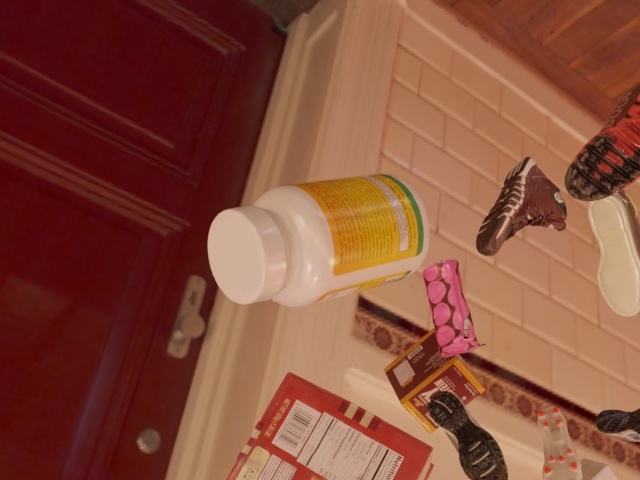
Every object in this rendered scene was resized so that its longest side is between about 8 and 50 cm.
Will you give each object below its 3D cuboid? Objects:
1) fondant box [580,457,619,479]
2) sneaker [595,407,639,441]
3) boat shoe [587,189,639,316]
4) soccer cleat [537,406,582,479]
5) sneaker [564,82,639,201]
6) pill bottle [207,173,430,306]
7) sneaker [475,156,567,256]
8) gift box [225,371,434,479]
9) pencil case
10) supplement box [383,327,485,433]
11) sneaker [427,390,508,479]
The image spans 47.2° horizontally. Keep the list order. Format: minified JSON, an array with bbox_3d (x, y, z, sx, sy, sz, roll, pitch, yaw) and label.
[{"bbox_3d":[0.577,0.664,1.523,0.330,0.238,0.096,57,164,-1],"label":"fondant box"},{"bbox_3d":[0.793,0.454,1.799,0.211,0.080,0.081,-5,151,46],"label":"sneaker"},{"bbox_3d":[0.690,0.025,1.678,0.109,0.091,0.304,-2,111,42],"label":"boat shoe"},{"bbox_3d":[0.432,0.391,1.320,0.068,0.196,0.076,-14,128,18],"label":"soccer cleat"},{"bbox_3d":[0.506,-0.172,1.189,0.098,0.135,0.276,42,103,4],"label":"sneaker"},{"bbox_3d":[0.000,0.000,0.719,0.208,0.117,0.118,-12,165,-41],"label":"pill bottle"},{"bbox_3d":[0.461,-0.046,1.609,0.163,0.281,0.106,36,152,-5],"label":"sneaker"},{"bbox_3d":[0.002,0.338,1.036,0.276,0.255,0.258,29,162,20],"label":"gift box"},{"bbox_3d":[0.281,0.140,1.572,0.095,0.209,0.098,-9,153,-4],"label":"pencil case"},{"bbox_3d":[0.303,0.375,1.978,0.191,0.194,0.129,-40,111,5],"label":"supplement box"},{"bbox_3d":[0.359,0.475,1.724,0.100,0.271,0.108,-37,136,6],"label":"sneaker"}]
